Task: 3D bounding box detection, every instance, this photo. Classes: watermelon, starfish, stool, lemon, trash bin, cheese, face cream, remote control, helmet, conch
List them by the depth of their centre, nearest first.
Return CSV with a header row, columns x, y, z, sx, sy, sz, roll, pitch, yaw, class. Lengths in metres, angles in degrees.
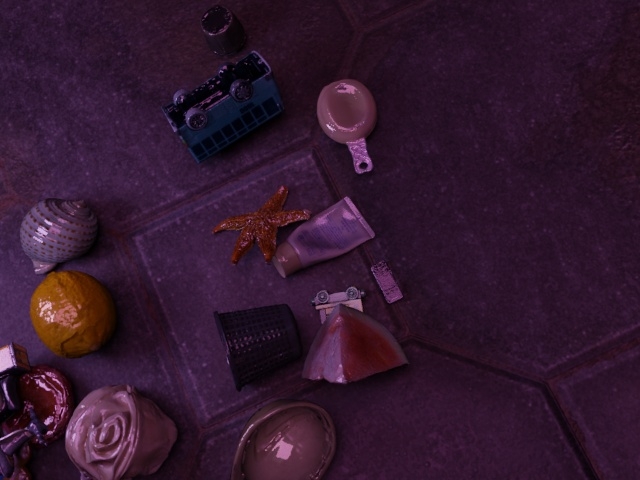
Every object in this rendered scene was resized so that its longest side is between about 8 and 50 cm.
x,y,z,sx,sy,sz,roll,pitch,yaw,class
-0.093,0.421,1.662,0.204,0.137,0.257,33,89,-25,helmet
0.072,0.258,1.686,0.207,0.136,0.202,19,43,6,watermelon
-0.125,0.213,1.717,0.161,0.175,0.175,-15,73,-9,trash bin
-0.536,0.158,1.767,0.193,0.180,0.180,41,83,-6,lemon
0.145,0.091,1.784,0.039,0.014,0.096,-25,72,0,remote control
0.000,0.000,1.811,0.224,0.070,0.114,-30,75,-14,face cream
-0.137,-0.032,1.812,0.241,0.043,0.227,-7,43,23,starfish
-0.605,-0.019,1.846,0.172,0.131,0.200,40,82,14,conch
0.072,-0.257,1.863,0.137,0.064,0.227,-17,75,4,cheese
-0.234,-0.501,1.942,0.096,0.110,0.096,-3,76,10,stool

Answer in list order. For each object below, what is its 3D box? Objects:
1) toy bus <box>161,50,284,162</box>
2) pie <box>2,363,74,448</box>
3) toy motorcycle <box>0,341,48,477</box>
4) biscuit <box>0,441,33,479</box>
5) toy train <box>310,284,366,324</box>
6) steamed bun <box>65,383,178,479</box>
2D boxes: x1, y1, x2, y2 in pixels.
x,y,z,sx,sy,sz,roll,pitch,yaw,class
-0.214,-0.304,1.865,0.256,0.147,0.128,-32,45,-3,toy bus
-0.620,0.361,1.785,0.183,0.049,0.182,-2,81,11,pie
-0.663,0.363,1.713,0.157,0.091,0.263,-26,66,3,toy motorcycle
-0.714,0.484,1.757,0.205,0.031,0.138,2,91,16,biscuit
0.042,0.140,1.768,0.122,0.050,0.081,-11,85,5,toy train
-0.434,0.411,1.700,0.218,0.144,0.211,41,84,16,steamed bun
